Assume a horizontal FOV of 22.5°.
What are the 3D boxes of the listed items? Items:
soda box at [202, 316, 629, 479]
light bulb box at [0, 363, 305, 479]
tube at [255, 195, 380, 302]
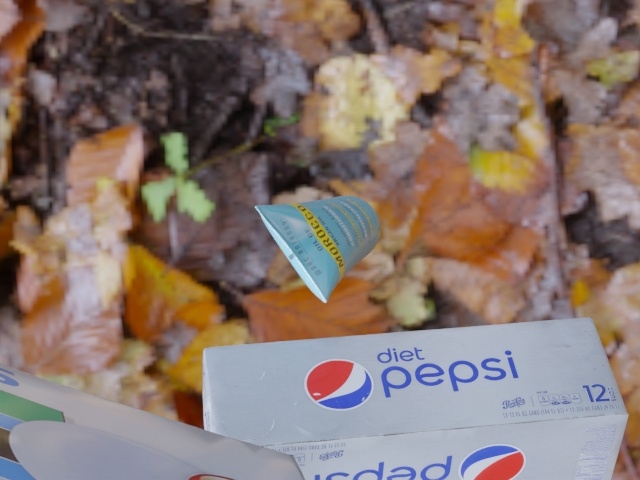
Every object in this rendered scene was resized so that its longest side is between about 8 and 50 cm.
[{"bbox_3d":[0.062,0.127,1.133,0.098,0.286,0.091,-103,11,-46],"label":"soda box"},{"bbox_3d":[-0.172,0.214,0.766,0.225,0.358,0.361,-65,19,10],"label":"light bulb box"},{"bbox_3d":[0.000,0.000,1.179,0.052,0.207,0.080,-42,86,13],"label":"tube"}]
